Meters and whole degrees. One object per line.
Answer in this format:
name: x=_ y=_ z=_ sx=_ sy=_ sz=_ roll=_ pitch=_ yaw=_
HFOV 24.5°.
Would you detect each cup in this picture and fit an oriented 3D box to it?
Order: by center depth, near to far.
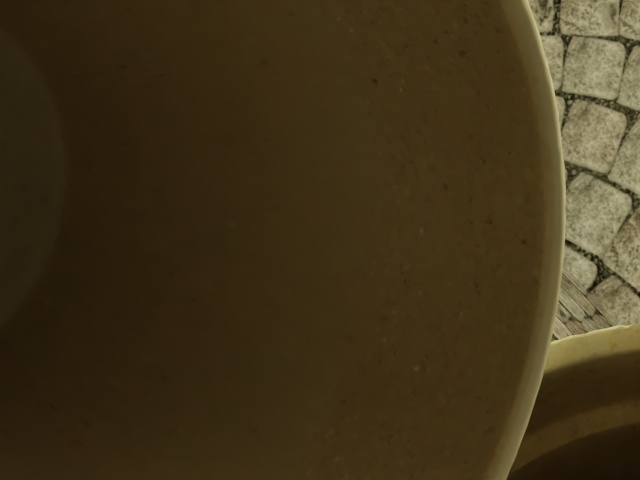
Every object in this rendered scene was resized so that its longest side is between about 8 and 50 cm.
cup: x=-0.112 y=0.002 z=0.521 sx=0.237 sy=0.331 sz=0.331 roll=19 pitch=-11 yaw=47

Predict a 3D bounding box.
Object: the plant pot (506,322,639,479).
plant pot: x=0.180 y=0.235 z=0.690 sx=0.334 sy=0.334 sz=0.305 roll=51 pitch=2 yaw=24
